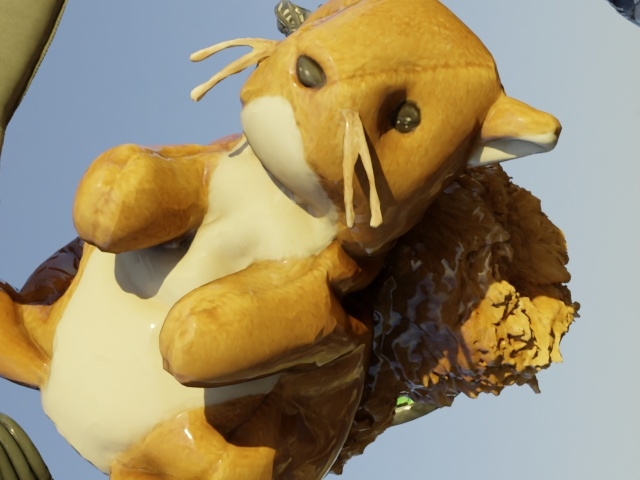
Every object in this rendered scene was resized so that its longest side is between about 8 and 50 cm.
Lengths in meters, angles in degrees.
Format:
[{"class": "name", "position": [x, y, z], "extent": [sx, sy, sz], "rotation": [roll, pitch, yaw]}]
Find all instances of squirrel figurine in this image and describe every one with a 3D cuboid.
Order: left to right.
[{"class": "squirrel figurine", "position": [0.000, 0.000, 1.293], "extent": [0.397, 0.281, 0.370], "rotation": [10, -61, -54]}]

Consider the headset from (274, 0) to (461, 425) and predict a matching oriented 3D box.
[{"class": "headset", "position": [0.021, -0.013, 1.747], "extent": [0.185, 0.243, 0.394], "rotation": [-101, -4, -57]}]

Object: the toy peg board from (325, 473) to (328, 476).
[{"class": "toy peg board", "position": [-0.007, 0.170, 2.156], "extent": [0.161, 0.079, 0.160], "rotation": [51, -128, -7]}]

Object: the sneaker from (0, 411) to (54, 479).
[{"class": "sneaker", "position": [-0.293, 0.286, 1.737], "extent": [0.147, 0.104, 0.296], "rotation": [-27, -65, -42]}]

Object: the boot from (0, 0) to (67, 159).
[{"class": "boot", "position": [-0.264, -0.115, 1.231], "extent": [0.076, 0.189, 0.208], "rotation": [134, 148, -63]}]

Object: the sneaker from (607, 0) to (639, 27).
[{"class": "sneaker", "position": [0.161, -0.254, 1.372], "extent": [0.366, 0.210, 0.137], "rotation": [19, -86, -61]}]
